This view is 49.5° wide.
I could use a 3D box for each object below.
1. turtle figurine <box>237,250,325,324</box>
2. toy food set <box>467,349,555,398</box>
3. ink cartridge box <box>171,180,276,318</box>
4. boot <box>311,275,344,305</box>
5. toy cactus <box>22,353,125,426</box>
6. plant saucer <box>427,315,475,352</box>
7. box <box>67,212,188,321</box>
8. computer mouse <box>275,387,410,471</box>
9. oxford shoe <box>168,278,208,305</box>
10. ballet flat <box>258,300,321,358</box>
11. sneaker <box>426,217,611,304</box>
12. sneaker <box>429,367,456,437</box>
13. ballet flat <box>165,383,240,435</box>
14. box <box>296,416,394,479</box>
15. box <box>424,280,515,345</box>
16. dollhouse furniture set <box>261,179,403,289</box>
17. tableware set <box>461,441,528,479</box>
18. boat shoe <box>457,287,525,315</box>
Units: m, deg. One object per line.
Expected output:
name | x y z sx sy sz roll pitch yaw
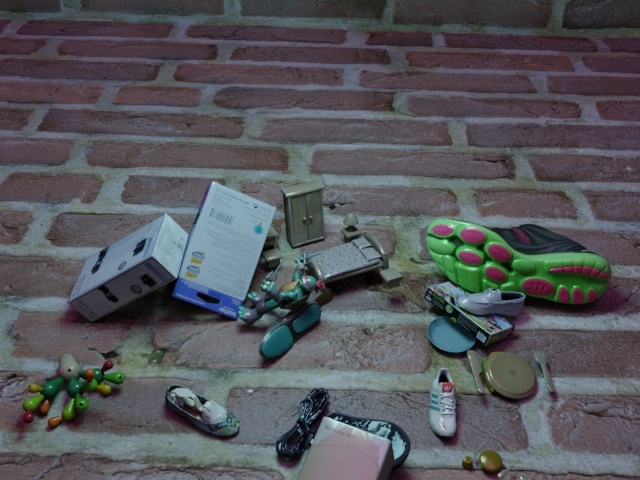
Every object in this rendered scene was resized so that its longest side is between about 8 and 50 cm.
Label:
turtle figurine | -0.089 0.119 1.691 0.118 0.234 0.175 60 28 5
toy food set | 0.441 0.315 1.619 0.192 0.038 0.132 2 47 -8
ink cartridge box | -0.249 0.026 1.770 0.186 0.065 0.310 23 75 -22
boot | 0.001 0.122 1.828 0.119 0.042 0.087 -27 42 -31
toy cactus | -0.558 0.313 1.546 0.219 0.112 0.180 -25 37 -16
plant saucer | 0.322 0.236 1.712 0.120 0.021 0.119 1 41 -1
box | -0.476 0.069 1.719 0.290 0.087 0.169 -26 35 24
computer mouse | 0.062 0.422 1.457 0.273 0.072 0.188 10 42 28
oxford shoe | -0.364 0.084 1.814 0.083 0.096 0.227 -21 47 -27
ballet flat | -0.084 0.218 1.699 0.068 0.072 0.213 3 30 47
sneaker | 0.508 0.047 1.838 0.483 0.185 0.202 15 21 -1
sneaker | 0.271 0.353 1.530 0.057 0.075 0.161 4 40 2
ballet flat | -0.262 0.365 1.509 0.189 0.070 0.070 18 43 18
box | 0.016 0.498 1.256 0.148 0.121 0.311 14 58 18
box | 0.373 0.178 1.744 0.114 0.036 0.207 -10 38 -43
dollhouse furniture set | 0.000 0.000 1.820 0.304 0.173 0.355 -15 33 -18
tableware set | 0.356 0.492 1.414 0.104 0.024 0.154 -30 51 -28
boat shoe | 0.429 0.148 1.723 0.184 0.063 0.066 10 28 -18
